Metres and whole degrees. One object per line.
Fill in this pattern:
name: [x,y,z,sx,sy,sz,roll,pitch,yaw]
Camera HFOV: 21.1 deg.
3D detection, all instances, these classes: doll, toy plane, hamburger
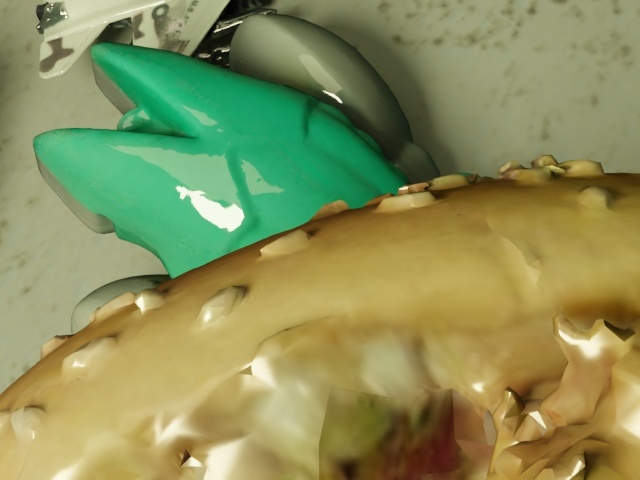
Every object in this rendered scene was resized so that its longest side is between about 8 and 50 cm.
doll: [-0.015,0.013,0.801,0.195,0.153,0.258,-33,74,-17]
toy plane: [-0.059,-0.142,0.924,0.234,0.082,0.160,-8,52,1]
hamburger: [0.111,0.109,0.502,0.287,0.445,0.268,-40,46,38]
